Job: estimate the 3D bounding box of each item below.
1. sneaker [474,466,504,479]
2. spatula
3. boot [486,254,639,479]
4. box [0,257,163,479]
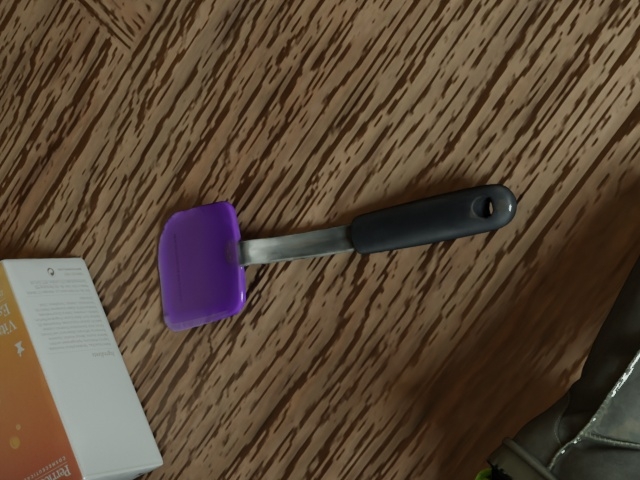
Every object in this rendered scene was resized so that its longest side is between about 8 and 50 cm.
[{"bbox_3d":[0.189,0.139,0.946,0.234,0.084,0.097,-17,78,30],"label":"sneaker"},{"bbox_3d":[0.000,0.000,1.094,0.296,0.030,0.084,-12,81,31],"label":"spatula"},{"bbox_3d":[0.206,0.083,0.892,0.208,0.076,0.189,-46,45,-6],"label":"boot"},{"bbox_3d":[-0.215,0.116,1.191,0.130,0.091,0.171,-32,74,28],"label":"box"}]
